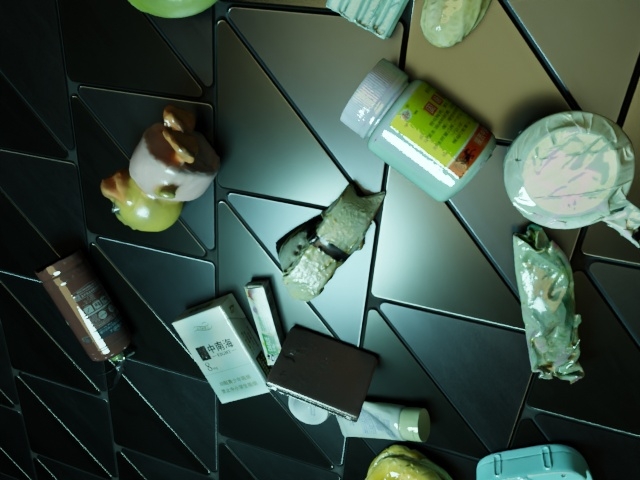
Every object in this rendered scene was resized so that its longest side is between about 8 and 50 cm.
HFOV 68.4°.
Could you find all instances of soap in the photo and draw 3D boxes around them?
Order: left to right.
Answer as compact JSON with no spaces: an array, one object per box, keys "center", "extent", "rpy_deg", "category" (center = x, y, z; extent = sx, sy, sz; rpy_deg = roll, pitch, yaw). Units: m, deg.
[{"center":[0.102,-0.430,0.722],"extent":[0.114,0.063,0.198],"rpy_deg":[31,118,2],"category":"soap"}]

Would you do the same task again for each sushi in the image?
[{"center":[0.019,0.007,0.907],"extent":[0.273,0.109,0.134],"rpy_deg":[-38,97,27],"category":"sushi"}]

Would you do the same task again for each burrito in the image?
[{"center":[0.412,0.117,0.849],"extent":[0.096,0.066,0.309],"rpy_deg":[-10,106,24],"category":"burrito"}]

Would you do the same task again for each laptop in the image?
[{"center":[0.005,0.282,1.013],"extent":[0.207,0.154,0.026],"rpy_deg":[18,143,10],"category":"laptop"}]

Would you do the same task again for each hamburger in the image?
[{"center":[0.208,0.581,1.093],"extent":[0.214,0.108,0.214],"rpy_deg":[8,112,20],"category":"hamburger"}]

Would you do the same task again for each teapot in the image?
[{"center":[0.389,-0.105,0.707],"extent":[0.221,0.178,0.163],"rpy_deg":[16,109,13],"category":"teapot"}]

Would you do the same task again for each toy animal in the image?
[{"center":[-0.322,-0.121,0.947],"extent":[0.281,0.195,0.169],"rpy_deg":[-38,136,24],"category":"toy animal"}]

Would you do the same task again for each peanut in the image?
[{"center":[0.212,-0.394,0.687],"extent":[0.098,0.090,0.214],"rpy_deg":[13,116,5],"category":"peanut"}]

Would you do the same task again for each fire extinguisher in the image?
[{"center":[-0.570,0.197,1.169],"extent":[0.114,0.135,0.337],"rpy_deg":[-18,106,29],"category":"fire extinguisher"}]

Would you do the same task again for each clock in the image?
[{"center":[0.482,0.569,0.998],"extent":[0.223,0.094,0.274],"rpy_deg":[-26,101,27],"category":"clock"}]

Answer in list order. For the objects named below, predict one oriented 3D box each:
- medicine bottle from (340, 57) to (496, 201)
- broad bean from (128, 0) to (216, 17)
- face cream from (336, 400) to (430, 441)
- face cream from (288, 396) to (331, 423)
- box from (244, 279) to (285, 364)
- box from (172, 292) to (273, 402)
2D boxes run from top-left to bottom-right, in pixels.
[{"center":[0.156,-0.178,0.768],"extent":[0.225,0.139,0.139],"rpy_deg":[37,118,1],"category":"medicine bottle"},{"center":[-0.261,-0.499,0.785],"extent":[0.291,0.119,0.238],"rpy_deg":[0,102,16],"category":"broad bean"},{"center":[0.132,0.410,1.076],"extent":[0.224,0.070,0.114],"rpy_deg":[-9,109,34],"category":"face cream"},{"center":[-0.012,0.343,1.060],"extent":[0.117,0.104,0.117],"rpy_deg":[7,114,16],"category":"face cream"},{"center":[-0.120,0.188,1.068],"extent":[0.050,0.041,0.207],"rpy_deg":[-7,110,18],"category":"box"},{"center":[-0.223,0.259,1.118],"extent":[0.155,0.067,0.243],"rpy_deg":[-21,104,23],"category":"box"}]
